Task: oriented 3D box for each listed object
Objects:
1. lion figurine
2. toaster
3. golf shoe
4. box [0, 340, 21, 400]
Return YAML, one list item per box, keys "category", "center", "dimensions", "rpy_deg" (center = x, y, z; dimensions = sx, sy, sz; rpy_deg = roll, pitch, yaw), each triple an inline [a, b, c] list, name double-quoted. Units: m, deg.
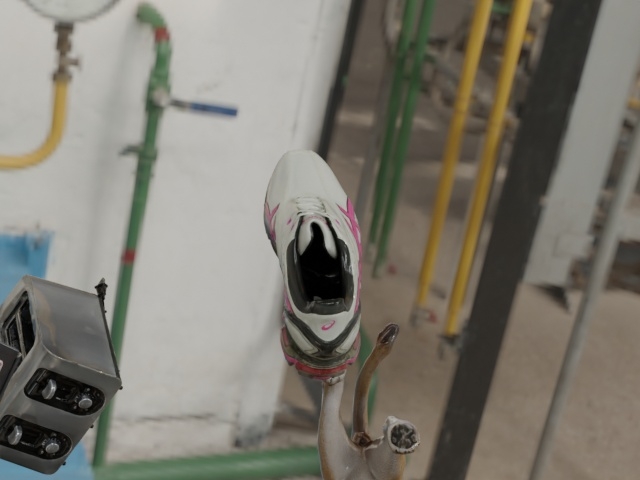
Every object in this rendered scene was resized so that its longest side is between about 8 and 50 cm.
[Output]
- category: "lion figurine"
  center: [0.034, 0.300, 1.364]
  dimensions: [0.142, 0.240, 0.392]
  rpy_deg: [11, 58, 11]
- category: "toaster"
  center: [-0.320, 0.146, 1.603]
  dimensions: [0.110, 0.168, 0.186]
  rpy_deg: [23, 28, -34]
- category: "golf shoe"
  center: [0.000, 0.000, 0.972]
  dimensions: [0.067, 0.086, 0.186]
  rpy_deg: [-3, 52, -9]
- category: "box"
  center: [-0.431, 0.186, 1.247]
  dimensions: [0.073, 0.293, 0.295]
  rpy_deg: [18, -13, 27]
